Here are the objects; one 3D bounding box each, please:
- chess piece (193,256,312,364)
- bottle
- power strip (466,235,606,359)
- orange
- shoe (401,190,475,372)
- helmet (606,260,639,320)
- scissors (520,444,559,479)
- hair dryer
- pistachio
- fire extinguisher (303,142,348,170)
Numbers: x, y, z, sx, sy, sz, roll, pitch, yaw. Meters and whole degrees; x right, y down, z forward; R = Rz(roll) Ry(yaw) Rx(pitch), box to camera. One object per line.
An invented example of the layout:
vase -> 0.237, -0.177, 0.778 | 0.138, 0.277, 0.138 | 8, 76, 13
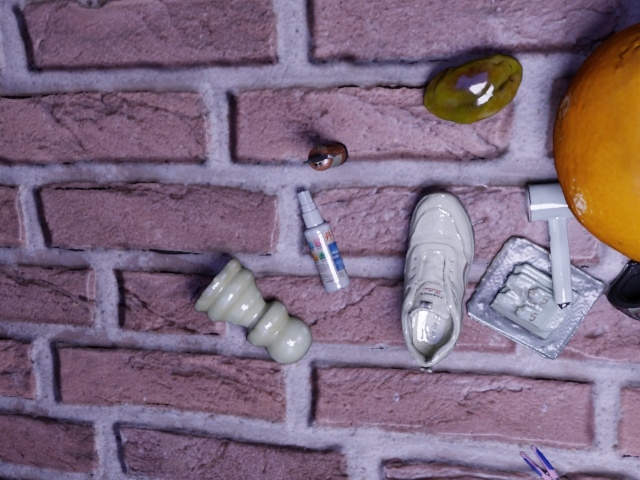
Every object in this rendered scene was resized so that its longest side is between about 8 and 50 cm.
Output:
chess piece -> -0.130, 0.167, 1.390 | 0.251, 0.144, 0.144 | 39, 108, -2
bottle -> 0.000, 0.000, 1.356 | 0.060, 0.060, 0.217 | -19, 98, 17
power strip -> 0.418, 0.118, 1.275 | 0.213, 0.064, 0.198 | 27, 109, 6
orange -> 0.583, -0.157, 1.011 | 0.424, 0.326, 0.424 | -2, 80, 12
shoe -> 0.221, 0.082, 1.239 | 0.132, 0.210, 0.342 | 4, 103, 13
helmet -> 0.625, 0.090, 1.177 | 0.177, 0.153, 0.107 | -42, 102, 18
scissors -> 0.470, 0.481, 1.368 | 0.039, 0.012, 0.113 | -40, 91, 19
hair dryer -> 0.456, 0.009, 1.212 | 0.131, 0.073, 0.236 | -3, 85, 14
pistachio -> 0.282, -0.275, 1.203 | 0.189, 0.100, 0.110 | -15, 95, 15
fire extinguisher -> 0.014, -0.162, 1.255 | 0.062, 0.177, 0.050 | -10, 99, 17
